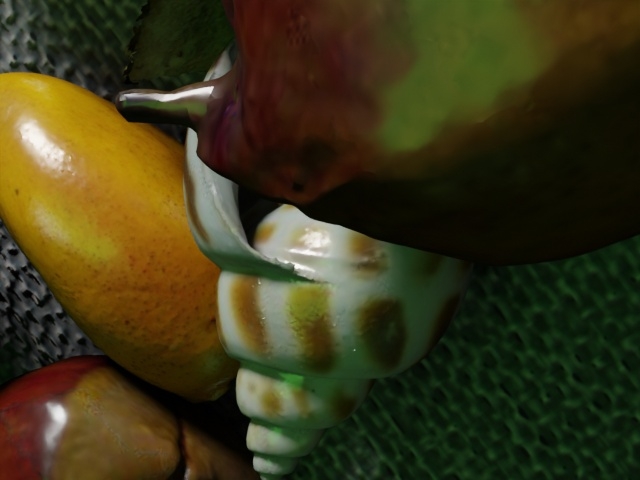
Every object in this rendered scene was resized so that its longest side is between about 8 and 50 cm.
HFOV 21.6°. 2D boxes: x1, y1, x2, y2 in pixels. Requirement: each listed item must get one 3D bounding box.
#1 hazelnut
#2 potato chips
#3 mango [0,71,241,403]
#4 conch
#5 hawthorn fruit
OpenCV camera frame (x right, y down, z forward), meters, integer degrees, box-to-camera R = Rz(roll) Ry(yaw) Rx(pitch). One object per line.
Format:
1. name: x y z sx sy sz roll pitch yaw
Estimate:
1. hazelnut: -0.155 0.172 1.124 0.212 0.181 0.181 32 103 -32
2. potato chips: -0.063 -0.133 0.978 0.142 0.209 0.026 -31 73 15
3. mango: -0.128 -0.012 1.080 0.126 0.154 0.252 -39 100 25
4. conch: 0.000 0.000 0.991 0.183 0.275 0.149 11 160 -11
5. hawthorn fruit: 0.099 -0.138 0.812 0.308 0.325 0.308 28 145 22
